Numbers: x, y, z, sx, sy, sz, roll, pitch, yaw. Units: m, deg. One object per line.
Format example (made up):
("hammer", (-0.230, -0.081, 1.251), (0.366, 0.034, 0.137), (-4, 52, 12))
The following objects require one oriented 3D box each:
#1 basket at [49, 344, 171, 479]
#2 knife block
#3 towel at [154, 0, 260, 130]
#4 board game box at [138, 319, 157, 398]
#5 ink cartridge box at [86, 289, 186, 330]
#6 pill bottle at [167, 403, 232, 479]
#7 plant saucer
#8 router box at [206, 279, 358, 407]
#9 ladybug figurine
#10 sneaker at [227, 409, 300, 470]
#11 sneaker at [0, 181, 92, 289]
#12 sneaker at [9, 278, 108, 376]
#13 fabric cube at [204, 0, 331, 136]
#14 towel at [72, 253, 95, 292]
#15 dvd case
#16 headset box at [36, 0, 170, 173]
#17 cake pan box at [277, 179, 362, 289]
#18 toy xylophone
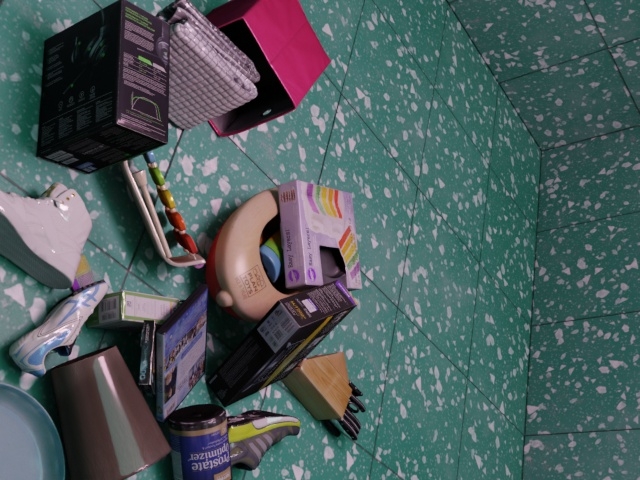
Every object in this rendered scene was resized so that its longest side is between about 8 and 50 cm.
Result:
("basket", (-0.404, 0.323, 1.537), (0.204, 0.154, 0.227), (-20, 92, -46))
("knife block", (0.011, 0.419, 2.150), (0.275, 0.088, 0.242), (0, 78, -56))
("towel", (-0.307, -0.390, 1.842), (0.283, 0.235, 0.121), (39, 45, -43))
("board game box", (-0.342, 0.242, 1.651), (0.186, 0.026, 0.126), (111, -20, -69))
("ink cartridge box", (-0.362, 0.150, 1.687), (0.209, 0.109, 0.062), (15, 67, -53))
("pill bottle", (-0.248, 0.463, 1.719), (0.123, 0.122, 0.219), (-17, 105, -56))
("plant saucer", (-0.568, 0.396, 1.367), (0.317, 0.043, 0.318), (25, 58, -49))
("router box", (-0.087, 0.233, 1.884), (0.081, 0.309, 0.243), (51, 30, 16))
("ladybug figurine", (-0.138, 0.041, 1.999), (0.449, 0.162, 0.305), (-39, 112, -54))
("sneaker", (-0.158, 0.463, 1.900), (0.300, 0.111, 0.121), (4, 88, -51))
("sneaker", (-0.540, -0.057, 1.516), (0.292, 0.108, 0.169), (55, 37, -44))
("sneaker", (-0.475, 0.160, 1.537), (0.086, 0.085, 0.237), (51, 46, -13))
("fabric cube", (-0.171, -0.453, 2.042), (0.259, 0.254, 0.258), (58, 36, -24))
("towel", (-0.477, 0.073, 1.636), (0.060, 0.009, 0.083), (-35, 109, -55))
("dvd case", (-0.288, 0.236, 1.718), (0.180, 0.022, 0.253), (-52, 155, -52))
("headset box", (-0.428, -0.307, 1.628), (0.131, 0.246, 0.283), (19, 63, -51))
("cake pan box", (0.000, 0.000, 2.009), (0.245, 0.070, 0.267), (10, 72, -52))
("toy xylophone", (-0.337, -0.072, 1.732), (0.081, 0.236, 0.323), (-24, 111, -15))
